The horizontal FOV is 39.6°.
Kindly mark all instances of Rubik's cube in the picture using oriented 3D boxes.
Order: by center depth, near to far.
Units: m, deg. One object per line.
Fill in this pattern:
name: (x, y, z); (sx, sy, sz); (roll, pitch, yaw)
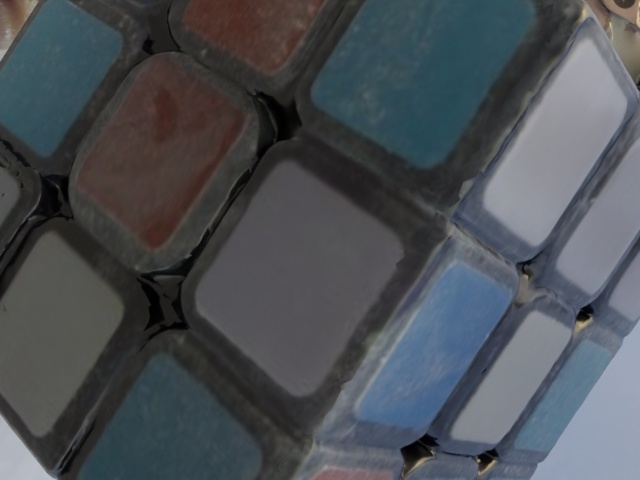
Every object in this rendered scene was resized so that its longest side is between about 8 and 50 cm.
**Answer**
Rubik's cube: (0.000, 0.000, 0.605); (0.359, 0.362, 0.363); (38, -86, 35)

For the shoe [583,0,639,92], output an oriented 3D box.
shoe: (0.282, -0.134, 0.905); (0.198, 0.350, 0.172); (-11, -161, 3)

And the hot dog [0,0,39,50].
hot dog: (-0.480, -0.412, 1.093); (0.223, 0.405, 0.185); (1, -114, 43)
